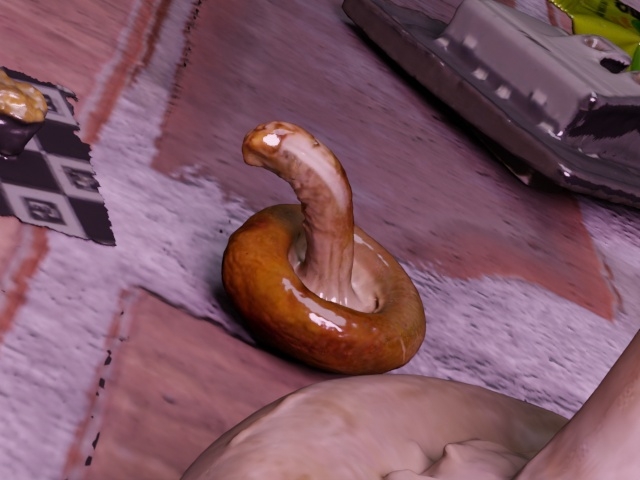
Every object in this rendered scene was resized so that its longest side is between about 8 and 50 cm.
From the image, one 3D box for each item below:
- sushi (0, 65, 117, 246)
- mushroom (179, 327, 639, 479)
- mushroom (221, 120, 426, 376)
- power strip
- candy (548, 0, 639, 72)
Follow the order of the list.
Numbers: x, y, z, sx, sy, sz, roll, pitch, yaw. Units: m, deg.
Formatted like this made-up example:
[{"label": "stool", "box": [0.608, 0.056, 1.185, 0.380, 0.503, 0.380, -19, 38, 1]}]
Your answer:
[{"label": "sushi", "box": [-0.175, -0.070, 0.594, 0.201, 0.031, 0.139, 16, 29, -33]}, {"label": "mushroom", "box": [0.065, 0.095, 0.352, 0.207, 0.215, 0.207, 30, 19, -12]}, {"label": "mushroom", "box": [-0.009, 0.004, 0.594, 0.129, 0.073, 0.088, 59, 27, -30]}, {"label": "power strip", "box": [0.179, -0.110, 1.029, 0.251, 0.092, 0.257, 3, 34, -43]}, {"label": "candy", "box": [0.272, -0.134, 1.202, 0.246, 0.069, 0.149, 55, 25, -11]}]
